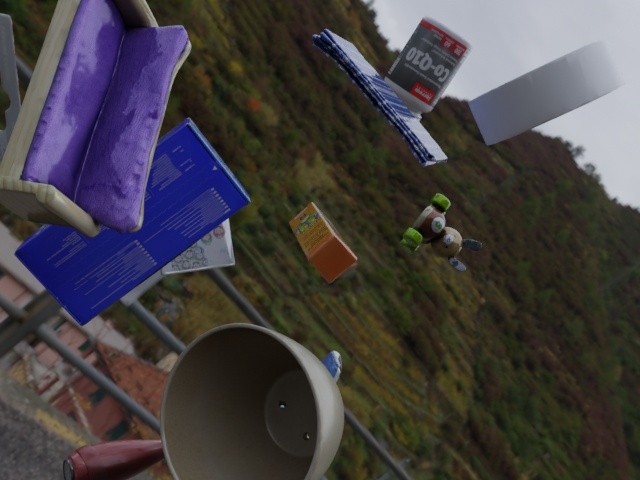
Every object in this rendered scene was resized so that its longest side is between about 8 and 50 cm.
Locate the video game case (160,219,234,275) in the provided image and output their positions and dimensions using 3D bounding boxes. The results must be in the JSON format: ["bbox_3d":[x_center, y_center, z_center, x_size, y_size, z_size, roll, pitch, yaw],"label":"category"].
[{"bbox_3d":[-0.259,-0.009,1.512,0.019,0.157,0.143,-11,-93,61],"label":"video game case"}]

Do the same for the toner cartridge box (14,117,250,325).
[{"bbox_3d":[-0.303,-0.030,1.211,0.165,0.348,0.075,54,2,-19],"label":"toner cartridge box"}]

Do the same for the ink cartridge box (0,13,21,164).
[{"bbox_3d":[-0.690,-0.296,1.344,0.385,0.308,0.091,13,30,11],"label":"ink cartridge box"}]

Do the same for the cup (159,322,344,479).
[{"bbox_3d":[-0.088,0.318,1.340,0.331,0.331,0.237,52,18,24],"label":"cup"}]

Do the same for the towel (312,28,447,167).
[{"bbox_3d":[0.126,-0.279,1.485,0.336,0.040,0.243,51,18,5],"label":"towel"}]

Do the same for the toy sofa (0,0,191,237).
[{"bbox_3d":[-0.320,-0.196,1.045,0.177,0.362,0.150,9,-17,10],"label":"toy sofa"}]

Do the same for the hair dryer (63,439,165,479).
[{"bbox_3d":[-0.393,0.469,1.346,0.080,0.293,0.223,15,-34,51],"label":"hair dryer"}]

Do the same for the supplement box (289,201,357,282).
[{"bbox_3d":[0.000,0.000,1.537,0.080,0.078,0.233,47,4,-21],"label":"supplement box"}]

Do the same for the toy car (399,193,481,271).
[{"bbox_3d":[0.340,-0.003,2.024,0.188,0.155,0.149,38,-13,9],"label":"toy car"}]

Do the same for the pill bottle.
[{"bbox_3d":[0.276,-0.455,2.033,0.161,0.283,0.161,30,15,-9],"label":"pill bottle"}]

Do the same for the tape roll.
[{"bbox_3d":[0.438,-0.288,1.448,0.286,0.286,0.100,-92,156,-86],"label":"tape roll"}]

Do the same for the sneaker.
[{"bbox_3d":[-0.027,0.351,1.784,0.081,0.211,0.080,37,0,-20],"label":"sneaker"}]
